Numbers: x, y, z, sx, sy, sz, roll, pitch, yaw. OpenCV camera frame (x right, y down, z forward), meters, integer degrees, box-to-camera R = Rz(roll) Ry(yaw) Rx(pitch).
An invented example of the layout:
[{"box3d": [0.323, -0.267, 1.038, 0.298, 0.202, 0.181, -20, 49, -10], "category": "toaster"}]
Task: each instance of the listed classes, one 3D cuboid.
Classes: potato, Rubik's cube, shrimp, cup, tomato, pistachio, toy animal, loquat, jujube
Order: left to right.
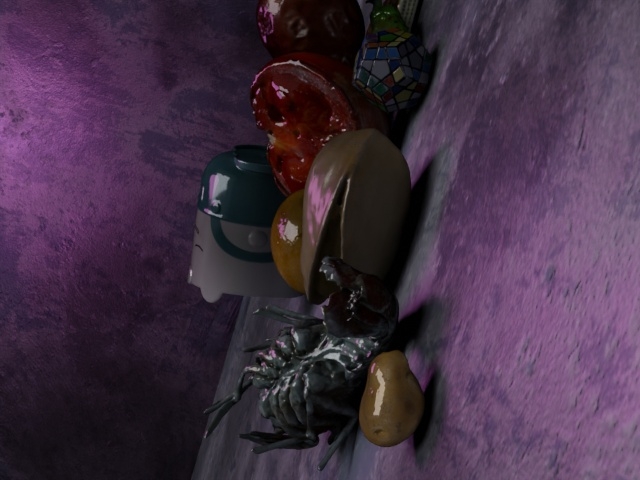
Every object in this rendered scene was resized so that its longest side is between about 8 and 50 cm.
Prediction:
[{"box3d": [-0.121, -0.038, 1.842, 0.290, 0.219, 0.258, -109, 27, -74], "category": "cup"}, {"box3d": [-0.014, 0.151, 1.146, 0.410, 0.166, 0.221, -45, 49, 47], "category": "shrimp"}, {"box3d": [-0.005, -0.307, 1.549, 0.168, 0.168, 0.236, -82, -25, -45], "category": "jujube"}, {"box3d": [0.000, 0.000, 1.357, 0.163, 0.137, 0.163, -168, 90, -88], "category": "loquat"}, {"box3d": [0.016, -0.166, 1.437, 0.139, 0.200, 0.233, -34, -56, -39], "category": "tomato"}, {"box3d": [0.036, -0.023, 1.179, 0.152, 0.126, 0.223, -28, -49, -67], "category": "pistachio"}, {"box3d": [0.099, -0.293, 1.458, 0.075, 0.041, 0.217, -57, 30, 25], "category": "toy animal"}, {"box3d": [0.063, 0.141, 0.899, 0.068, 0.062, 0.083, -20, 77, 46], "category": "potato"}, {"box3d": [0.093, -0.224, 1.317, 0.093, 0.111, 0.111, -16, 54, 50], "category": "Rubik's cube"}]

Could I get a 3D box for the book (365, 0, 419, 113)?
[{"box3d": [0.067, -0.191, 1.639, 0.300, 0.039, 0.428, 164, 122, -80], "category": "book"}]
